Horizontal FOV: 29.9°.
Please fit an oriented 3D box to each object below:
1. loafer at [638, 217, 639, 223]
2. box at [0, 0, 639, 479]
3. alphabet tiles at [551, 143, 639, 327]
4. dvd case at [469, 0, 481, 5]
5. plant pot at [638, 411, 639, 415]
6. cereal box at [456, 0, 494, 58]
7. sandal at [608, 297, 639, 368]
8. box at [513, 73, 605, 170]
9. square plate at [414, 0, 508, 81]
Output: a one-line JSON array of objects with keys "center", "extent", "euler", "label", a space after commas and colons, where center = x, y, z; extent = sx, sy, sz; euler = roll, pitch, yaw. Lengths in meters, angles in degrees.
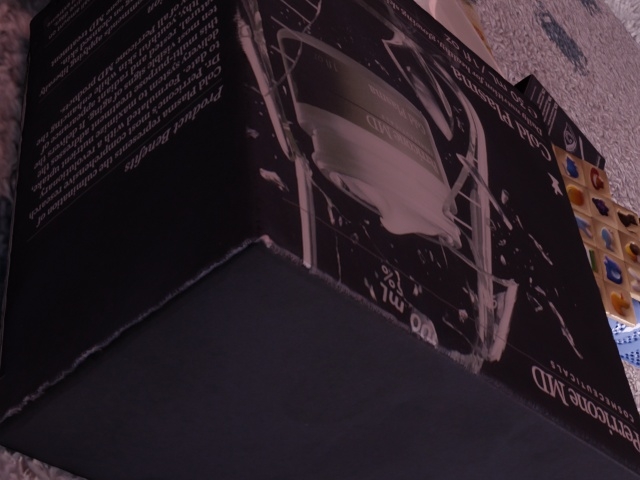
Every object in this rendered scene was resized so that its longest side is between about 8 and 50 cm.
[{"center": [0.581, 0.023, 2.160], "extent": [0.080, 0.078, 0.220], "euler": [41, 30, -24], "label": "loafer"}, {"center": [0.000, 0.000, 1.058], "extent": [0.480, 0.297, 0.472], "euler": [32, 37, -36], "label": "box"}, {"center": [0.352, -0.029, 1.723], "extent": [0.342, 0.011, 0.285], "euler": [23, 47, -29], "label": "alphabet tiles"}, {"center": [0.190, -0.518, 2.129], "extent": [0.221, 0.018, 0.165], "euler": [19, 41, -44], "label": "dvd case"}, {"center": [0.313, 0.325, 1.255], "extent": [0.207, 0.227, 0.228], "euler": [37, 33, -17], "label": "plant pot"}, {"center": [0.218, -0.425, 2.133], "extent": [0.173, 0.047, 0.240], "euler": [30, 35, -37], "label": "cereal box"}, {"center": [0.405, 0.099, 1.774], "extent": [0.317, 0.126, 0.138], "euler": [38, 36, -14], "label": "sandal"}, {"center": [0.362, -0.145, 1.970], "extent": [0.207, 0.108, 0.153], "euler": [49, 31, -10], "label": "box"}, {"center": [0.150, -0.224, 1.732], "extent": [0.347, 0.049, 0.344], "euler": [-17, 73, -46], "label": "square plate"}]
